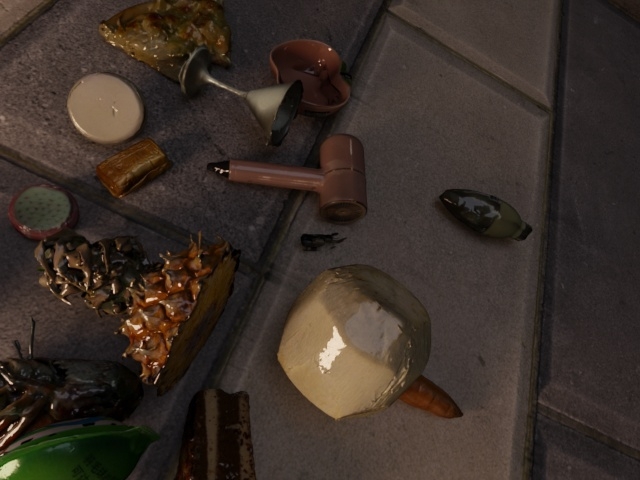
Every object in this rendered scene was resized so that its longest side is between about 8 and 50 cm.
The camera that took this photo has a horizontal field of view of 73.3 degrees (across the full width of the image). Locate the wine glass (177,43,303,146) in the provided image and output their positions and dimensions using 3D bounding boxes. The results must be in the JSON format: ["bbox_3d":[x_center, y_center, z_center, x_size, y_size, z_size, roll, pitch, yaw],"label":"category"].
[{"bbox_3d":[-0.170,-0.314,0.917,0.232,0.156,0.156,26,59,4],"label":"wine glass"}]

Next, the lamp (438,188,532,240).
[{"bbox_3d":[0.413,-0.066,1.078,0.250,0.101,0.101,26,59,-6],"label":"lamp"}]

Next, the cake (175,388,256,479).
[{"bbox_3d":[-0.172,0.371,0.669,0.112,0.135,0.246,16,31,-28],"label":"cake"}]

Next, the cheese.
[{"bbox_3d":[-0.369,0.303,0.542,0.321,0.203,0.083,-18,54,-10],"label":"cheese"}]

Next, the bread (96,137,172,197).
[{"bbox_3d":[-0.357,-0.141,0.826,0.074,0.053,0.132,41,58,5],"label":"bread"}]

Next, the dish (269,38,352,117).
[{"bbox_3d":[-0.028,-0.381,1.051,0.214,0.090,0.213,8,64,-16],"label":"dish"}]

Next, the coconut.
[{"bbox_3d":[0.049,0.179,0.735,0.245,0.247,0.245,31,19,-11],"label":"coconut"}]

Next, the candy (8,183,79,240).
[{"bbox_3d":[-0.473,-0.047,0.739,0.103,0.043,0.103,10,61,-18],"label":"candy"}]

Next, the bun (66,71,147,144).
[{"bbox_3d":[-0.411,-0.254,0.838,0.138,0.094,0.138,-5,104,-21],"label":"bun"}]

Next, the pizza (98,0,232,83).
[{"bbox_3d":[-0.316,-0.479,0.984,0.324,0.089,0.223,-33,79,-30],"label":"pizza"}]

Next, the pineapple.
[{"bbox_3d":[-0.298,0.064,0.670,0.272,0.262,0.262,24,59,2],"label":"pineapple"}]

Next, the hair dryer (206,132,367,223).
[{"bbox_3d":[-0.068,-0.154,0.931,0.345,0.106,0.189,6,64,-13],"label":"hair dryer"}]

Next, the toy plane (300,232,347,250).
[{"bbox_3d":[0.000,0.000,0.908,0.121,0.049,0.031,3,65,-40],"label":"toy plane"}]

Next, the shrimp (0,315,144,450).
[{"bbox_3d":[-0.444,0.203,0.592,0.373,0.137,0.172,15,23,-29],"label":"shrimp"}]

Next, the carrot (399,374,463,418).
[{"bbox_3d":[0.202,0.303,0.845,0.205,0.072,0.072,33,58,-15],"label":"carrot"}]
